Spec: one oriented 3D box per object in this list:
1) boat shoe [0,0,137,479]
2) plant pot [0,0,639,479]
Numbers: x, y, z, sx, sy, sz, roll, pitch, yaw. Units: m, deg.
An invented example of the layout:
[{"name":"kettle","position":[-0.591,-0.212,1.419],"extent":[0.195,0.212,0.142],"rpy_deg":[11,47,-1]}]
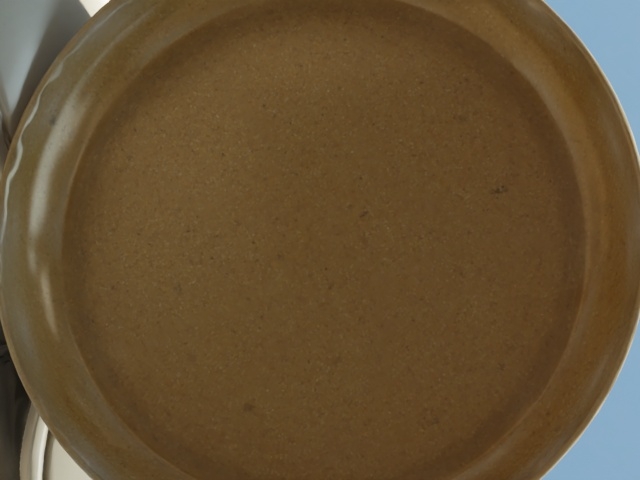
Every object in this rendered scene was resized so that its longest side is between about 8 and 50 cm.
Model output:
[{"name":"boat shoe","position":[-0.108,0.021,0.795],"extent":[0.095,0.112,0.335],"rpy_deg":[1,-75,51]},{"name":"plant pot","position":[0.000,0.000,0.722],"extent":[0.236,0.032,0.236],"rpy_deg":[-1,-102,7]}]
